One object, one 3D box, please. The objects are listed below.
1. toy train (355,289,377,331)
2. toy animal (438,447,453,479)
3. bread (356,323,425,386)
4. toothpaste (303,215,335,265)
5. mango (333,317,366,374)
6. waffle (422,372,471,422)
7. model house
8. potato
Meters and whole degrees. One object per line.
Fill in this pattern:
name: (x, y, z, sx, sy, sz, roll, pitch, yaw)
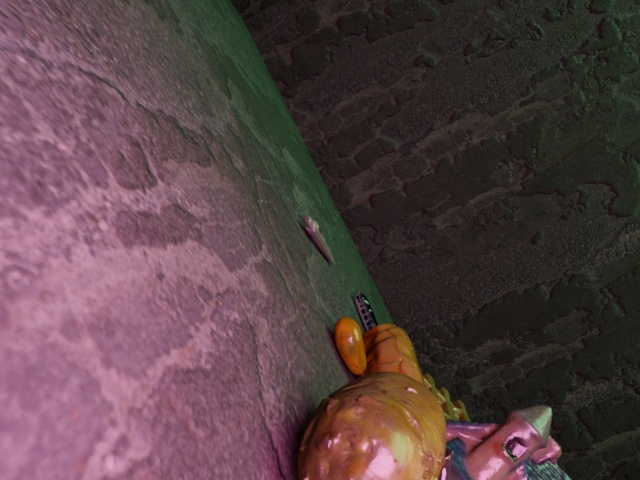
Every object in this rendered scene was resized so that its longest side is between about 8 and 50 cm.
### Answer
toy train: (0.156, 0.253, 1.358, 0.043, 0.047, 0.207, 57, 9, -49)
toy animal: (0.124, 0.311, 0.486, 0.270, 0.082, 0.137, 2, 79, -54)
bread: (0.150, 0.294, 0.869, 0.294, 0.132, 0.166, -84, 154, -79)
toothpaste: (0.000, 0.000, 1.187, 0.067, 0.037, 0.255, 62, 2, 31)
mango: (0.060, 0.207, 0.817, 0.079, 0.057, 0.114, 82, -10, -78)
waffle: (0.341, 0.505, 1.279, 0.348, 0.077, 0.304, 42, 11, -3)
model house: (0.322, 0.436, 0.713, 0.245, 0.280, 0.312, 46, -14, 45)
potato: (0.056, 0.203, 0.431, 0.251, 0.149, 0.113, 39, 32, -74)
